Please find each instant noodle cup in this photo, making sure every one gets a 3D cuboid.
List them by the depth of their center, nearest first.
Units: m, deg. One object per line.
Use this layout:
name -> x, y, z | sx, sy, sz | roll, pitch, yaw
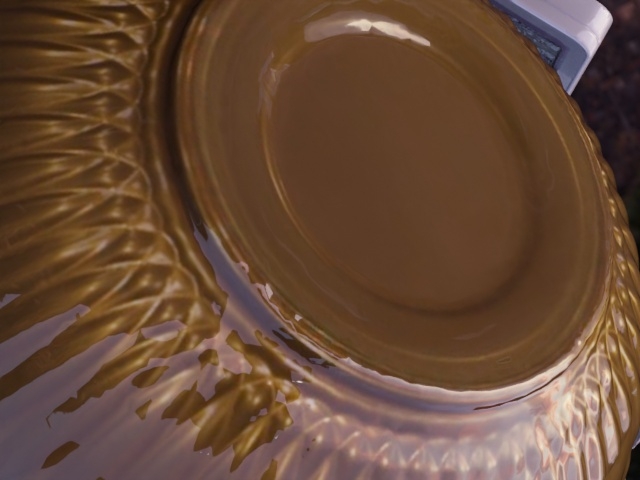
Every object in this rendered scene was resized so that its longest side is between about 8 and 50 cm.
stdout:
instant noodle cup -> 0.000, 0.000, 0.476 | 0.274, 0.274, 0.091 | 10, 150, -31

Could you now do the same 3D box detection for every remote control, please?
remote control -> 0.108, -0.111, 1.154 | 0.034, 0.103, 0.250 | -57, 176, -14
